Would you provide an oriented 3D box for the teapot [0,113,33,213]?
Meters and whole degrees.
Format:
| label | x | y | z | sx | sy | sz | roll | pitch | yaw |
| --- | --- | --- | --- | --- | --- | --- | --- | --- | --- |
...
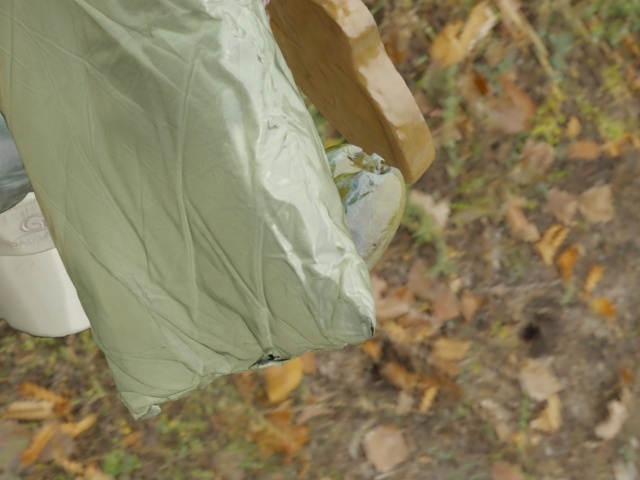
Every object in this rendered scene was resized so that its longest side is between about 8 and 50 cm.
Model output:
| label | x | y | z | sx | sy | sz | roll | pitch | yaw |
| --- | --- | --- | --- | --- | --- | --- | --- | --- | --- |
| teapot | -0.293 | -0.055 | 1.338 | 0.108 | 0.149 | 0.111 | -7 | 40 | -43 |

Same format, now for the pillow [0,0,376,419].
| label | x | y | z | sx | sy | sz | roll | pitch | yaw |
| --- | --- | --- | --- | --- | --- | --- | --- | --- | --- |
| pillow | -0.083 | -0.058 | 0.779 | 0.076 | 0.280 | 0.274 | -21 | 87 | -30 |

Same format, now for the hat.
| label | x | y | z | sx | sy | sz | roll | pitch | yaw |
| --- | --- | --- | --- | --- | --- | --- | --- | --- | --- |
| hat | -0.295 | -0.034 | 1.561 | 0.232 | 0.161 | 0.275 | -15 | 101 | 6 |

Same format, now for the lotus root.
| label | x | y | z | sx | sy | sz | roll | pitch | yaw |
| --- | --- | --- | --- | --- | --- | --- | --- | --- | --- |
| lotus root | 0.000 | 0.000 | 1.457 | 0.113 | 0.192 | 0.088 | 36 | 7 | 22 |

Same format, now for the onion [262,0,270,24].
| label | x | y | z | sx | sy | sz | roll | pitch | yaw |
| --- | --- | --- | --- | --- | --- | --- | --- | --- | --- |
| onion | -0.103 | -0.266 | 1.309 | 0.252 | 0.252 | 0.219 | -36 | 114 | -38 |

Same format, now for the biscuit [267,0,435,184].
| label | x | y | z | sx | sy | sz | roll | pitch | yaw |
| --- | --- | --- | --- | --- | --- | --- | --- | --- | --- |
| biscuit | -0.018 | -0.230 | 1.697 | 0.062 | 0.385 | 0.365 | -36 | 137 | -7 |
